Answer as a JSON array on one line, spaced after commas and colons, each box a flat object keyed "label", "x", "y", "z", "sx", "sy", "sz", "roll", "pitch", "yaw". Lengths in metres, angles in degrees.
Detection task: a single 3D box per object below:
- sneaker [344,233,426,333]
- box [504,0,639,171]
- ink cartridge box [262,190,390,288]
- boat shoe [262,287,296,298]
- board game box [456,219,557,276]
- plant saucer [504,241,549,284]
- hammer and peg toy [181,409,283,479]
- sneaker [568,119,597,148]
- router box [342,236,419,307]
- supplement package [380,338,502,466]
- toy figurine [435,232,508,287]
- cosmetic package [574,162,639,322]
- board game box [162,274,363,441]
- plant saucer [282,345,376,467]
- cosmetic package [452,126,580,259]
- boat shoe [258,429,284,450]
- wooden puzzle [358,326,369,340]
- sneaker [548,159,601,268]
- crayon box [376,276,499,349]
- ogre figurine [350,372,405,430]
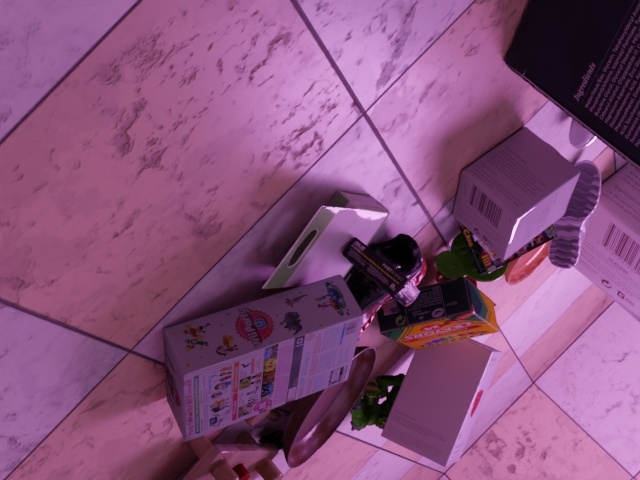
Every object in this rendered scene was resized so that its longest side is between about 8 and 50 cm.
[{"label": "sneaker", "x": 0.086, "y": 0.083, "z": 1.718, "sx": 0.276, "sy": 0.097, "sz": 0.135, "roll": -38, "pitch": 154, "yaw": -19}, {"label": "box", "x": 0.660, "y": -0.328, "z": 1.533, "sx": 0.479, "sy": 0.472, "sz": 0.297, "roll": -26, "pitch": 147, "yaw": -34}, {"label": "ink cartridge box", "x": 0.000, "y": 0.000, "z": 1.511, "sx": 0.171, "sy": 0.056, "sz": 0.235, "roll": -54, "pitch": 153, "yaw": 18}, {"label": "boat shoe", "x": -0.042, "y": 0.104, "z": 1.595, "sx": 0.170, "sy": 0.063, "sz": 0.059, "roll": -11, "pitch": 133, "yaw": -51}, {"label": "board game box", "x": 0.402, "y": -0.029, "z": 1.993, "sx": 0.259, "sy": 0.136, "sz": 0.030, "roll": -23, "pitch": 178, "yaw": -39}, {"label": "plant saucer", "x": 0.540, "y": 0.029, "z": 2.387, "sx": 0.200, "sy": 0.037, "sz": 0.200, "roll": -35, "pitch": 153, "yaw": -20}, {"label": "hammer and peg toy", "x": -0.182, "y": 0.460, "z": 1.835, "sx": 0.361, "sy": 0.127, "sz": 0.266, "roll": -49, "pitch": 154, "yaw": 7}, {"label": "sneaker", "x": 0.548, "y": -0.285, "z": 1.912, "sx": 0.094, "sy": 0.080, "sz": 0.212, "roll": -8, "pitch": 130, "yaw": -35}, {"label": "router box", "x": 0.101, "y": 0.054, "z": 1.543, "sx": 0.038, "sy": 0.122, "sz": 0.092, "roll": -50, "pitch": 156, "yaw": -2}, {"label": "supplement package", "x": 0.296, "y": 0.369, "z": 2.246, "sx": 0.293, "sy": 0.175, "sz": 0.177, "roll": -68, "pitch": 159, "yaw": 1}, {"label": "toy figurine", "x": 0.302, "y": 0.078, "z": 2.034, "sx": 0.173, "sy": 0.130, "sz": 0.159, "roll": -18, "pitch": 155, "yaw": -26}, {"label": "cosmetic package", "x": 0.952, "y": -0.037, "z": 2.567, "sx": 0.393, "sy": 0.329, "sz": 0.327, "roll": -35, "pitch": 152, "yaw": -19}, {"label": "board game box", "x": -0.096, "y": 0.192, "z": 1.521, "sx": 0.303, "sy": 0.098, "sz": 0.224, "roll": -18, "pitch": 146, "yaw": -20}, {"label": "plant saucer", "x": 0.012, "y": 0.347, "z": 1.998, "sx": 0.310, "sy": 0.050, "sz": 0.311, "roll": -46, "pitch": 157, "yaw": -26}, {"label": "cosmetic package", "x": 0.384, "y": -0.093, "z": 1.839, "sx": 0.183, "sy": 0.151, "sz": 0.151, "roll": -33, "pitch": 152, "yaw": -21}, {"label": "boat shoe", "x": -0.094, "y": 0.434, "z": 2.025, "sx": 0.042, "sy": 0.049, "sz": 0.133, "roll": -54, "pitch": 156, "yaw": 6}, {"label": "wooden puzzle", "x": 0.051, "y": 0.156, "z": 1.775, "sx": 0.078, "sy": 0.116, "sz": 0.014, "roll": -28, "pitch": 125, "yaw": -11}, {"label": "sneaker", "x": 0.612, "y": -0.076, "z": 2.271, "sx": 0.115, "sy": 0.105, "sz": 0.281, "roll": -54, "pitch": 157, "yaw": -56}, {"label": "crayon box", "x": 0.265, "y": 0.168, "z": 2.021, "sx": 0.202, "sy": 0.081, "sz": 0.318, "roll": -16, "pitch": 161, "yaw": 19}, {"label": "ogre figurine", "x": 0.135, "y": 0.395, "z": 2.265, "sx": 0.197, "sy": 0.096, "sz": 0.118, "roll": -31, "pitch": 137, "yaw": -59}]
